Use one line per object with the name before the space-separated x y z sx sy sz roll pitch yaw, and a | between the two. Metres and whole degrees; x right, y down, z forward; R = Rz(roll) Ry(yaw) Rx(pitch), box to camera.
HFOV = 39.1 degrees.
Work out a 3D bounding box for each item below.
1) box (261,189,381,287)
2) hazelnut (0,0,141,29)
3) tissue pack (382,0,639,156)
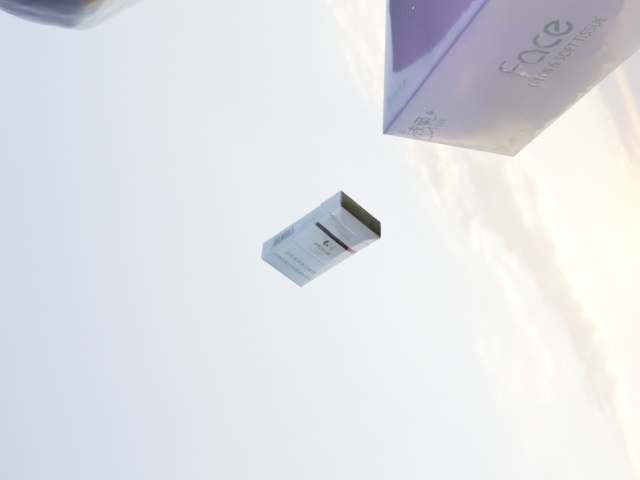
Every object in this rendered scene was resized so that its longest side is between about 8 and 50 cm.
box | 0.000 0.000 1.258 0.084 0.154 0.040 39 -147 -28
hazelnut | -0.325 -0.469 1.153 0.402 0.402 0.429 52 -131 -29
tissue pack | 0.111 -0.157 0.454 0.093 0.246 0.148 8 -111 -14
